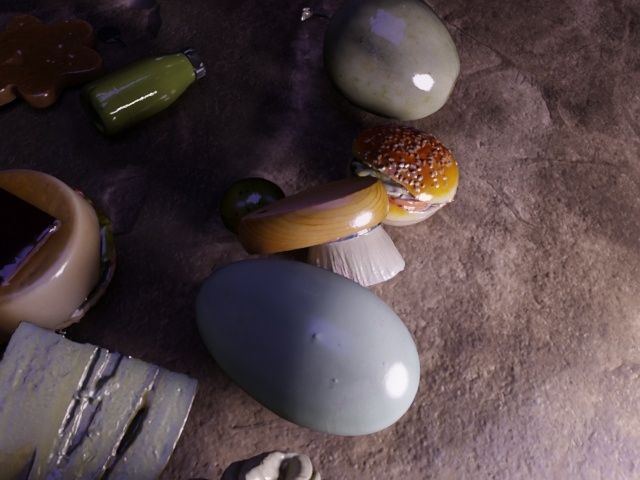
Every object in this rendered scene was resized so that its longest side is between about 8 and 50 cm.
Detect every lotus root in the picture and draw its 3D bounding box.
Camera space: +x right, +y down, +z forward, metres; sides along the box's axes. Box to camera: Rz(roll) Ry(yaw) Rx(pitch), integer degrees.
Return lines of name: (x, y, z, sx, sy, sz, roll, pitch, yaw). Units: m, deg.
lotus root: (-0.344, 0.289, 0.837, 0.266, 0.149, 0.260, 22, 61, -15)

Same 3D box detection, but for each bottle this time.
bottle: (-0.359, -0.321, 1.231, 0.260, 0.112, 0.112, -37, 68, -25)

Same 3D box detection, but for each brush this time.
brush: (0.000, 0.000, 1.013, 0.266, 0.166, 0.174, -16, 16, -11)

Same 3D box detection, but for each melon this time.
melon: (0.142, -0.388, 1.246, 0.271, 0.272, 0.308, -31, 83, -23)

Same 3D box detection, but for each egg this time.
egg: (-0.027, 0.150, 0.901, 0.370, 0.230, 0.230, 26, 59, 17)

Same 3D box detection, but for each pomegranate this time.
pomegranate: (-0.121, -0.053, 1.090, 0.130, 0.130, 0.130, 3, 58, -4)

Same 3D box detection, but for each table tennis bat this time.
table tennis bat: (-0.482, -0.473, 1.376, 0.083, 0.007, 0.050, 38, 61, 19)

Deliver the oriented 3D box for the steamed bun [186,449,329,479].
steamed bun: (-0.096, 0.373, 0.726, 0.288, 0.276, 0.204, -6, 63, -2)

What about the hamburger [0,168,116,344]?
hamburger: (-0.489, 0.028, 0.968, 0.301, 0.170, 0.302, 0, 59, -1)

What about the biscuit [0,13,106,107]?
biscuit: (-0.651, -0.377, 1.272, 0.354, 0.052, 0.275, -20, 62, -16)

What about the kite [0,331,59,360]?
kite: (-0.449, 0.217, 0.944, 0.232, 0.009, 0.189, 6, 57, -2)

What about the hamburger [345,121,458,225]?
hamburger: (0.158, -0.131, 1.145, 0.236, 0.147, 0.237, 4, 56, -7)
